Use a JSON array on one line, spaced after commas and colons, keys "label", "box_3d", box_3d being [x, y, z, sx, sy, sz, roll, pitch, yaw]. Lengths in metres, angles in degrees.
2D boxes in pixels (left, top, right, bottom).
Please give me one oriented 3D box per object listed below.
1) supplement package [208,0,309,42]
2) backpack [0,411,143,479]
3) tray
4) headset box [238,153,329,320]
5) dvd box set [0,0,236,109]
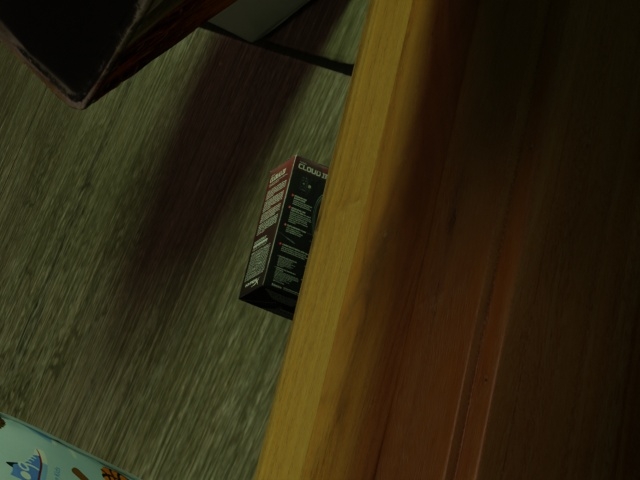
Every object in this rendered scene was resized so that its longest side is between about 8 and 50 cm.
[{"label": "supplement package", "box_3d": [-0.113, -0.283, 1.200, 0.175, 0.293, 0.177, -26, 46, 62]}, {"label": "backpack", "box_3d": [-0.187, 0.210, 0.913, 0.213, 0.263, 0.276, -59, 21, 20]}, {"label": "tray", "box_3d": [0.063, -0.001, 0.785, 0.203, 0.076, 0.411, -31, 40, 58]}, {"label": "headset box", "box_3d": [0.000, 0.000, 0.955, 0.032, 0.062, 0.083, -30, 42, 57]}, {"label": "dvd box set", "box_3d": [0.073, -0.243, 0.701, 0.420, 0.062, 0.307, -42, -4, -41]}]
